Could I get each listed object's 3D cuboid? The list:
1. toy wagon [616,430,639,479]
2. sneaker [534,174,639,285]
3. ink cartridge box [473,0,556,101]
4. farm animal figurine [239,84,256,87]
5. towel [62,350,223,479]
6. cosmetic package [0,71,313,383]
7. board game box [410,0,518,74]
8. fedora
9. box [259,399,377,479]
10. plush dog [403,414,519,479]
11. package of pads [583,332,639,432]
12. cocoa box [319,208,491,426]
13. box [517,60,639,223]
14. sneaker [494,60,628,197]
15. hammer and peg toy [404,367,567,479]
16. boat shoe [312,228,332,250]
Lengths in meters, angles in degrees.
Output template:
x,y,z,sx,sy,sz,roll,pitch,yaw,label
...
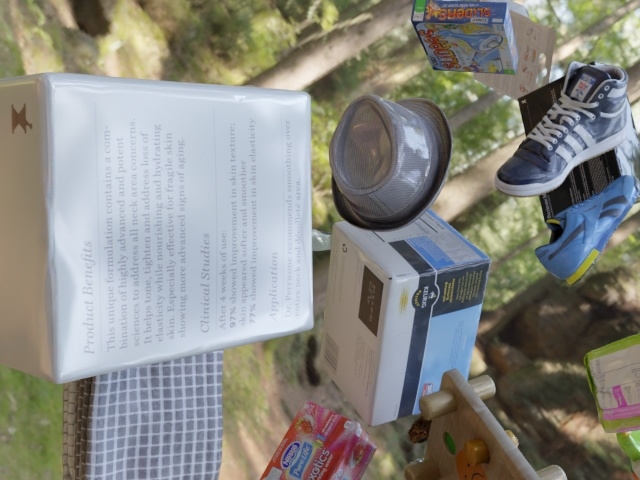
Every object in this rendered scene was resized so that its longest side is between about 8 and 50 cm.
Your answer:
x,y,z,sx,sy,sz,roll,pitch,yaw,label
0.741,0.485,1.904,0.344,0.068,0.267,36,32,-15,toy wagon
0.379,-0.034,1.258,0.082,0.209,0.069,39,-23,6,sneaker
0.420,-0.394,1.870,0.232,0.066,0.189,37,-41,43,ink cartridge box
-0.275,-0.224,1.944,0.326,0.330,0.172,35,15,35,farm animal figurine
-0.269,0.257,1.369,0.121,0.235,0.284,5,-87,59,towel
-0.255,-0.033,1.145,0.327,0.393,0.330,5,-83,44,cosmetic package
0.222,-0.305,1.338,0.136,0.035,0.201,7,-8,19,board game box
0.098,-0.153,1.525,0.124,0.243,0.276,35,51,-49,fedora
-0.020,0.443,1.626,0.128,0.257,0.123,17,-25,32,box
0.275,0.409,1.610,0.262,0.211,0.225,32,-14,40,plush dog
0.453,0.129,0.930,0.296,0.229,0.101,143,-58,-59,package of pads
0.159,0.145,1.746,0.231,0.227,0.347,46,-41,49,cocoa box
0.498,-0.179,1.680,0.184,0.103,0.261,-22,-108,46,box
0.392,-0.189,1.438,0.099,0.282,0.153,40,-30,41,sneaker
0.246,0.408,1.386,0.266,0.127,0.361,-126,-151,-43,hammer and peg toy
0.000,0.002,1.977,0.042,0.133,0.049,161,-70,-67,boat shoe
